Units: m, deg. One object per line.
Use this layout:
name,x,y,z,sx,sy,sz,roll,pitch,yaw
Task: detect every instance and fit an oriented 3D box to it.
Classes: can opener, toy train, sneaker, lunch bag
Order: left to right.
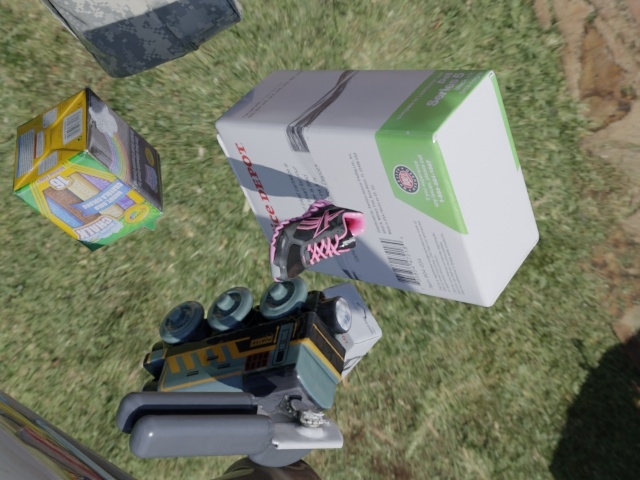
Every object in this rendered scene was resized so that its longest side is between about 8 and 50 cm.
lunch bag,-0.299,-0.402,1.384,0.256,0.213,0.305,-31,135,11
can opener,-0.089,0.209,1.007,0.280,0.074,0.093,14,110,-43
toy train,-0.113,0.169,1.332,0.333,0.190,0.142,-15,130,25
sneaker,0.000,0.000,0.813,0.057,0.119,0.047,11,122,27

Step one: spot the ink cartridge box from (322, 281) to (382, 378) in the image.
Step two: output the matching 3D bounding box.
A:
ink cartridge box,0.020,0.156,1.546,0.063,0.150,0.109,-13,61,-38

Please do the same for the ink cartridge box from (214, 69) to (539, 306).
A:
ink cartridge box,0.054,-0.060,0.940,0.115,0.272,0.198,-48,130,-32

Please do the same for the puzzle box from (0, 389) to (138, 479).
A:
puzzle box,-0.037,0.156,0.362,0.052,0.409,0.272,-55,133,-15

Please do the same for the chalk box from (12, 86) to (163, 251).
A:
chalk box,-0.311,-0.085,1.338,0.132,0.132,0.213,-25,139,16

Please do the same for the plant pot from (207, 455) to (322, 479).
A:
plant pot,-0.133,0.405,1.198,0.229,0.263,0.263,9,97,-38
